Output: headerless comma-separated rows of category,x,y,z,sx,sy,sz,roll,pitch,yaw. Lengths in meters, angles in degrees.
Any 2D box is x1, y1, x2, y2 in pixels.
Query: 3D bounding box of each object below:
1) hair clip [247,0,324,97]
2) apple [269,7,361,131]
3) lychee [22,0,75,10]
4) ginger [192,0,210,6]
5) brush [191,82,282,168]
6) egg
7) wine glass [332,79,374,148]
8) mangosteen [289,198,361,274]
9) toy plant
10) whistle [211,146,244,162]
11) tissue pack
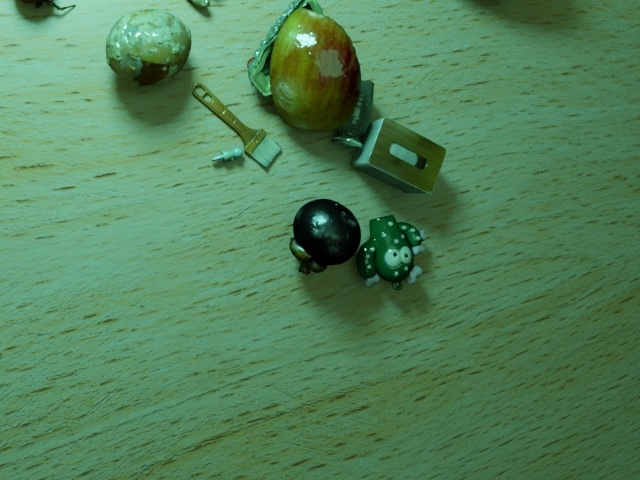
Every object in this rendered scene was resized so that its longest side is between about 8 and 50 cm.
hair clip,-0.117,-0.572,1.757,0.321,0.091,0.138,-57,137,-13
apple,-0.020,-0.475,1.720,0.254,0.179,0.345,-6,117,-6
lychee,-0.704,-0.632,1.501,0.114,0.101,0.140,-36,109,-12
ginger,-0.300,-0.785,1.688,0.149,0.065,0.258,43,79,-17
brush,-0.251,-0.342,1.755,0.314,0.017,0.090,41,74,-19
egg,-0.444,-0.504,1.571,0.233,0.195,0.194,-27,103,-33
wine glass,0.101,-0.387,1.847,0.111,0.111,0.204,11,90,-23
mangosteen,0.000,0.000,1.793,0.211,0.211,0.250,27,113,-22
toy plant,0.228,0.042,1.922,0.233,0.112,0.243,12,82,-18
whistle,-0.266,-0.246,1.741,0.100,0.035,0.035,-20,100,-20
tissue pack,0.244,-0.261,1.902,0.246,0.136,0.159,22,85,-22
